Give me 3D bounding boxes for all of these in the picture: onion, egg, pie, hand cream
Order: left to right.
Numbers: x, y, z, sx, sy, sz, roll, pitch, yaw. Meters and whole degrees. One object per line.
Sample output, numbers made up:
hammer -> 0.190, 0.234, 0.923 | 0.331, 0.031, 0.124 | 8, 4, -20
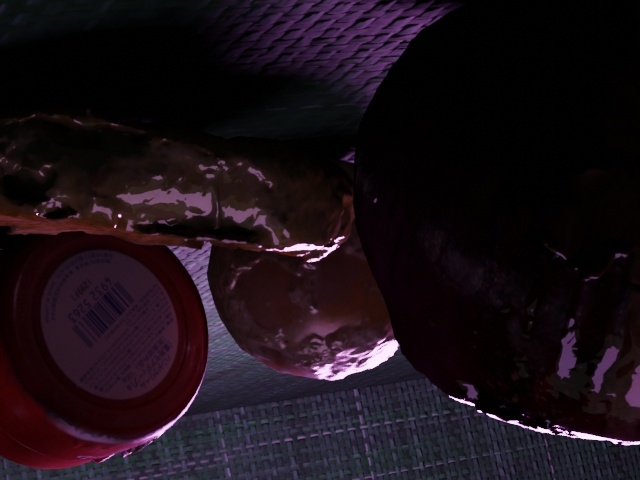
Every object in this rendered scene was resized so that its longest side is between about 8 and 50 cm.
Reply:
hand cream -> -0.227, 0.095, 1.521 | 0.230, 0.230, 0.149 | -4, 164, -35
pie -> -0.134, -0.035, 1.154 | 0.339, 0.083, 0.339 | 6, 174, 1
egg -> 0.004, 0.025, 1.467 | 0.203, 0.203, 0.245 | -17, 175, 27
onion -> 0.199, -0.070, 1.054 | 0.347, 0.348, 0.385 | -6, 129, -27
